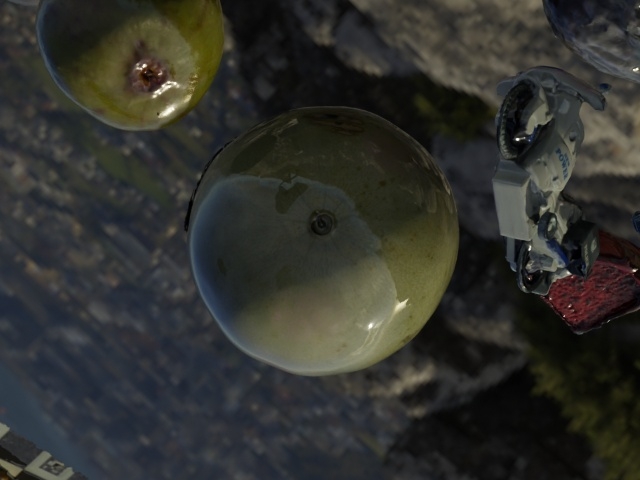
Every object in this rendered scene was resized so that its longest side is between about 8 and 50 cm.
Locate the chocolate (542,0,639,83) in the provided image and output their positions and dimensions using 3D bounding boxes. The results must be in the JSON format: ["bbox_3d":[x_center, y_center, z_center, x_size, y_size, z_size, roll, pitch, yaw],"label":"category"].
[{"bbox_3d":[0.257,-0.132,1.058,0.248,0.110,0.110,24,165,-22],"label":"chocolate"}]

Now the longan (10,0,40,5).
[{"bbox_3d":[-0.276,-0.339,1.591,0.198,0.212,0.198,25,141,22],"label":"longan"}]

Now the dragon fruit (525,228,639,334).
[{"bbox_3d":[0.303,0.015,1.790,0.120,0.127,0.161,-32,119,28],"label":"dragon fruit"}]

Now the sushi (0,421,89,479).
[{"bbox_3d":[-0.220,0.215,1.151,0.201,0.139,0.031,40,-154,-34],"label":"sushi"}]

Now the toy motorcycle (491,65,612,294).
[{"bbox_3d":[0.197,-0.062,1.371,0.102,0.150,0.221,13,134,29],"label":"toy motorcycle"}]

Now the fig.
[{"bbox_3d":[-0.150,-0.175,1.174,0.186,0.148,0.142,48,-168,35],"label":"fig"}]

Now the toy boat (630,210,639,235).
[{"bbox_3d":[0.415,-0.028,1.902,0.083,0.038,0.038,-15,123,35],"label":"toy boat"}]

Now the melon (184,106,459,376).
[{"bbox_3d":[0.000,0.000,1.552,0.268,0.268,0.330,41,178,3],"label":"melon"}]
